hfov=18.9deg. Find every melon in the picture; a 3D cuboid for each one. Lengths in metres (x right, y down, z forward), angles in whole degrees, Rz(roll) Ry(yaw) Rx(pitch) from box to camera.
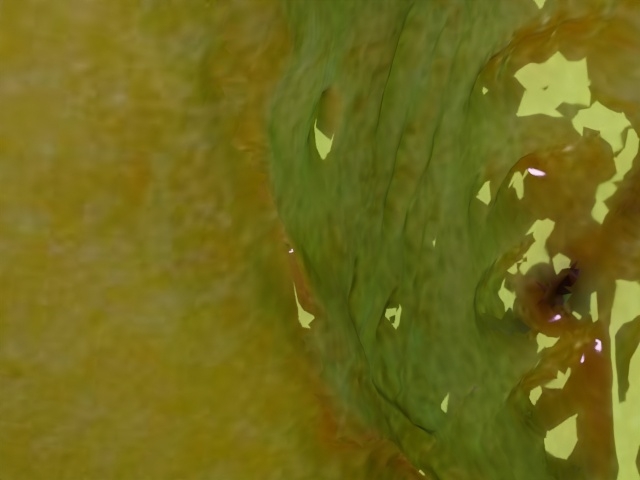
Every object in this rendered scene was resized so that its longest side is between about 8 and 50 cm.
[{"bbox_3d":[0.000,0.000,0.419,0.331,0.226,0.343,-34,136,-54],"label":"melon"}]
